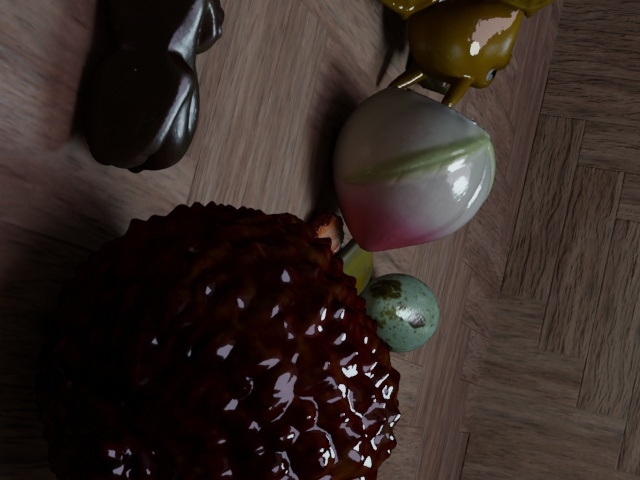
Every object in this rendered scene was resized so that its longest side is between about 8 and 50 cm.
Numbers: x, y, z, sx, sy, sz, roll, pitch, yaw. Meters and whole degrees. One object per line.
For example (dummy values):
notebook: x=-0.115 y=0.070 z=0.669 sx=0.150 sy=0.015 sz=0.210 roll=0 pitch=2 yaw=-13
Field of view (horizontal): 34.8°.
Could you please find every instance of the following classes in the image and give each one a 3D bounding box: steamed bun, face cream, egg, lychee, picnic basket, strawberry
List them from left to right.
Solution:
lychee: x=-0.118 y=0.173 z=1.133 sx=0.500 sy=0.425 sz=0.424 roll=-50 pitch=145 yaw=-58
strawberry: x=-0.003 y=-0.002 z=1.844 sx=0.152 sy=0.048 sz=0.103 roll=-21 pitch=126 yaw=-56
face cream: x=0.018 y=0.102 z=1.911 sx=0.285 sy=0.067 sz=0.139 roll=-44 pitch=147 yaw=-56
egg: x=0.159 y=0.151 z=2.158 sx=0.231 sy=0.169 sz=0.169 roll=25 pitch=77 yaw=-59
steamed bun: x=0.152 y=-0.107 z=1.864 sx=0.309 sy=0.309 sz=0.309 roll=11 pitch=90 yaw=-69
picnic basket: x=0.275 y=-0.414 z=2.223 sx=0.178 sy=0.128 sz=0.138 roll=-62 pitch=161 yaw=3

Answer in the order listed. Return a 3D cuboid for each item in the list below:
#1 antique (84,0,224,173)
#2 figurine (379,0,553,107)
antique: x=-0.183 y=-0.203 z=1.190 sx=0.143 sy=0.121 sz=0.256 roll=9 pitch=92 yaw=-76
figurine: x=0.255 y=-0.477 z=1.974 sx=0.268 sy=0.401 sz=0.387 roll=-116 pitch=-157 yaw=-57
